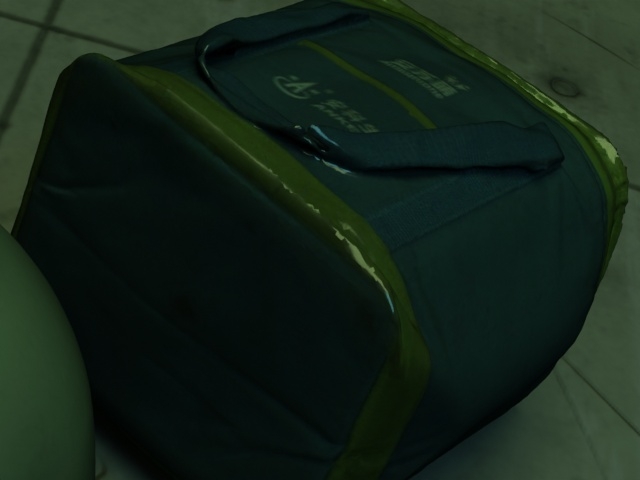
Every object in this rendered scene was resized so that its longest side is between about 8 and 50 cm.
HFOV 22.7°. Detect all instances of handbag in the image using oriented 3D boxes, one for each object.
[{"bbox_3d":[0.000,0.000,0.841,0.263,0.222,0.241,34,36,22],"label":"handbag"}]

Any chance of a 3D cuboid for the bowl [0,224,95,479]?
[{"bbox_3d":[-0.248,0.049,0.664,0.354,0.185,0.354,17,29,-10],"label":"bowl"}]
